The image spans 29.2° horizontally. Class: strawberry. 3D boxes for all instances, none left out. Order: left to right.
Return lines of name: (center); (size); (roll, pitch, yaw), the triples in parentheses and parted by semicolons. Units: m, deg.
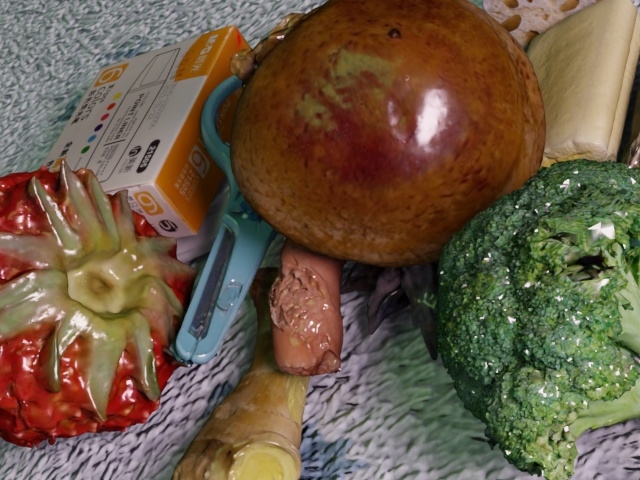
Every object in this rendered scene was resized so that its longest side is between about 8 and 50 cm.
strawberry: (-0.298, 0.089, 1.226); (0.343, 0.292, 0.292); (-29, 39, 41)

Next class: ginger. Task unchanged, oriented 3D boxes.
ginger: (-0.062, 0.139, 1.138); (0.131, 0.086, 0.294); (-27, 34, 31)

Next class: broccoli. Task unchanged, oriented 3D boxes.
broccoli: (0.208, 0.073, 0.914); (0.270, 0.270, 0.270); (25, 68, 11)

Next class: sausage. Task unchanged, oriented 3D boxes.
sausage: (0.001, 0.000, 1.156); (0.078, 0.078, 0.304); (-14, 43, 25)

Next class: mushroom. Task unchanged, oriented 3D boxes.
mushroom: (0.044, -0.111, 1.078); (0.283, 0.195, 0.263); (28, 86, 32)

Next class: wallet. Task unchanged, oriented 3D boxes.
wallet: (-0.123, -0.039, 1.358); (0.183, 0.032, 0.124); (-23, 46, 16)

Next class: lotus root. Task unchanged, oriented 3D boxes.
lotus root: (0.230, -0.241, 1.230); (0.122, 0.112, 0.081); (19, 52, 9)

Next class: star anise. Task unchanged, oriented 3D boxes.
star anise: (0.092, 0.010, 1.145); (0.181, 0.061, 0.204); (5, 59, 37)

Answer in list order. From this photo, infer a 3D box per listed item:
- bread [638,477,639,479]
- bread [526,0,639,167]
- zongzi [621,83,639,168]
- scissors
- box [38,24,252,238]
bread: (0.363, 0.231, 0.736); (0.384, 0.112, 0.166); (6, 65, 36)
bread: (0.235, -0.133, 1.153); (0.139, 0.060, 0.178); (-22, 42, 52)
zongzi: (0.311, -0.115, 1.093); (0.194, 0.099, 0.197); (-57, 21, -5)
scissors: (-0.069, -0.037, 1.232); (0.180, 0.032, 0.392); (16, 52, 7)
box: (-0.199, -0.110, 1.393); (0.221, 0.091, 0.273); (-12, 40, 31)
